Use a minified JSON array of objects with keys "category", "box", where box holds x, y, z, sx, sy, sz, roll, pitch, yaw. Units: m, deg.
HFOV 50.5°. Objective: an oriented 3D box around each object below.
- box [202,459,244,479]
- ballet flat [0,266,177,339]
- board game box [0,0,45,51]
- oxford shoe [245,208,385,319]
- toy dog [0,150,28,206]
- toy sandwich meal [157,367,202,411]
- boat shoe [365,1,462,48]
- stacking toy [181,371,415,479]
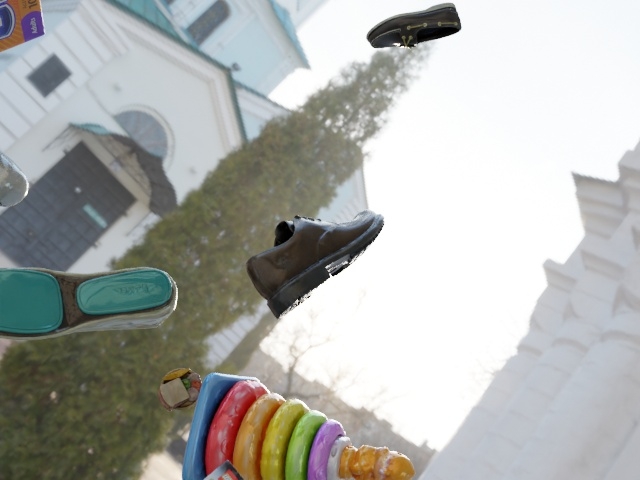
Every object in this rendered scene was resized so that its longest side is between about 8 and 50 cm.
[{"category":"box","box":[-0.126,0.337,0.778,0.036,0.114,0.207,41,-25,30]},{"category":"ballet flat","box":[-0.292,0.077,0.782,0.249,0.086,0.086,1,-1,-22]},{"category":"board game box","box":[-0.745,-0.531,1.161,0.356,0.356,0.356,51,-27,10]},{"category":"oxford shoe","box":[0.000,0.000,0.824,0.096,0.227,0.083,49,-48,9]},{"category":"toy dog","box":[-0.654,-0.154,1.154,0.334,0.161,0.220,39,-6,40]},{"category":"toy sandwich meal","box":[-0.254,0.269,1.232,0.086,0.085,0.029,40,-30,4]},{"category":"boat shoe","box":[0.224,-0.503,1.631,0.081,0.228,0.068,62,12,-71]},{"category":"stacking toy","box":[-0.020,0.286,0.918,0.302,0.165,0.175,6,-11,21]}]
